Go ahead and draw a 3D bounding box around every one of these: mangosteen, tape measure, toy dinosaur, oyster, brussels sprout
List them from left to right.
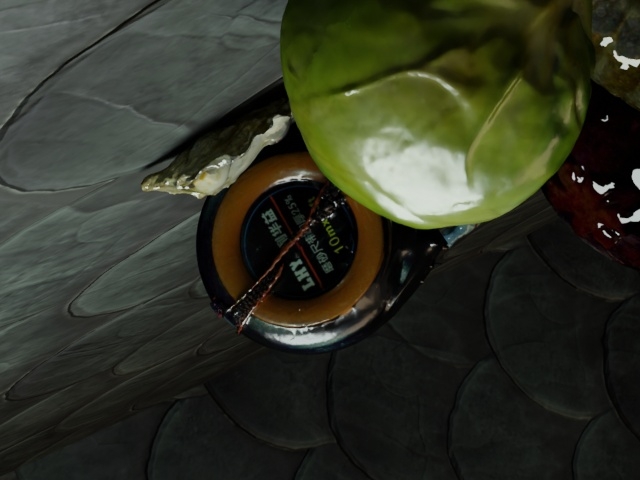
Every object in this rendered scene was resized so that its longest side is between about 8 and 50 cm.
[{"bbox_3d":[-0.065,-0.078,1.352,0.121,0.045,0.146,-15,159,-46],"label":"oyster"},{"bbox_3d":[-0.005,0.000,1.496,0.223,0.202,0.135,-33,169,5],"label":"tape measure"},{"bbox_3d":[0.076,-0.109,1.038,0.223,0.223,0.161,-34,176,42],"label":"brussels sprout"},{"bbox_3d":[0.211,-0.049,2.395,0.144,0.076,0.329,-38,171,26],"label":"toy dinosaur"},{"bbox_3d":[0.367,-0.131,1.582,0.347,0.307,0.307,-39,176,-19],"label":"mangosteen"}]

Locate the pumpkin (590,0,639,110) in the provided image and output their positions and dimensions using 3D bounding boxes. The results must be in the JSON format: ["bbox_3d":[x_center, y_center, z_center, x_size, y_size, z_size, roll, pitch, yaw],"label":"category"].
[{"bbox_3d":[0.312,-0.200,1.163,0.325,0.232,0.242,-32,169,8],"label":"pumpkin"}]
